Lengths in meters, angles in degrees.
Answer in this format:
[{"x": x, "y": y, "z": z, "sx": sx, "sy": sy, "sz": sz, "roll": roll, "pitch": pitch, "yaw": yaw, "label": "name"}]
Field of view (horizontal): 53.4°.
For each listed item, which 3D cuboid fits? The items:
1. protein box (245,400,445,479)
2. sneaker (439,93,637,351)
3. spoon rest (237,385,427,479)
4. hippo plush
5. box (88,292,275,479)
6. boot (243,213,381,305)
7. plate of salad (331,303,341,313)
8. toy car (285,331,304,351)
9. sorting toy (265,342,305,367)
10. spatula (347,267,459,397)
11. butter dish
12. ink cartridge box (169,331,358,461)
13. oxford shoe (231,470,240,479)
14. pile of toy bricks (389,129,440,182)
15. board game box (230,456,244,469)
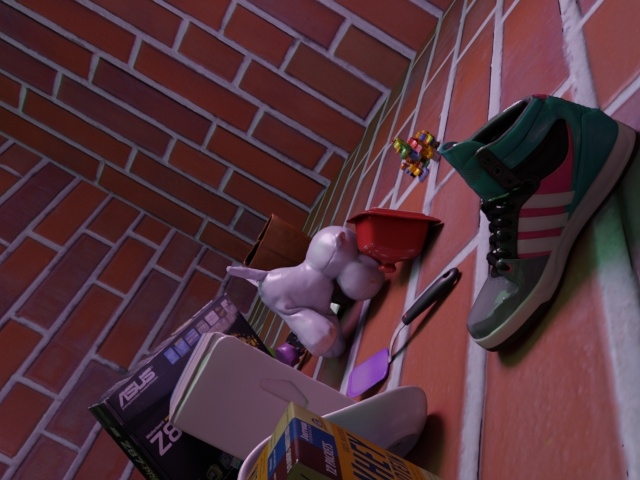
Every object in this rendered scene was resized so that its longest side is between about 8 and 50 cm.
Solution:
[{"x": 0.014, "y": 0.300, "z": 0.593, "sx": 0.200, "sy": 0.201, "sz": 0.136, "roll": -60, "pitch": 7, "yaw": 4, "label": "protein box"}, {"x": 0.200, "y": -0.038, "z": 0.707, "sx": 0.295, "sy": 0.178, "sz": 0.124, "roll": -61, "pitch": 7, "yaw": 2, "label": "sneaker"}, {"x": 0.017, "y": 0.247, "z": 0.758, "sx": 0.276, "sy": 0.084, "sz": 0.137, "roll": -17, "pitch": -43, "yaw": -31, "label": "spoon rest"}, {"x": 0.001, "y": 0.081, "z": 1.368, "sx": 0.236, "sy": 0.294, "sz": 0.234, "roll": -46, "pitch": -3, "yaw": 0, "label": "hippo plush"}, {"x": -0.261, "y": 0.357, "z": 1.426, "sx": 0.097, "sy": 0.318, "sz": 0.395, "roll": -29, "pitch": 10, "yaw": 45, "label": "box"}, {"x": 0.000, "y": 0.000, "z": 1.466, "sx": 0.264, "sy": 0.280, "sz": 0.096, "roll": -52, "pitch": 27, "yaw": 23, "label": "boot"}, {"x": 0.018, "y": 0.179, "z": 1.654, "sx": 0.200, "sy": 0.048, "sz": 0.200, "roll": -55, "pitch": 20, "yaw": 31, "label": "plate of salad"}, {"x": -0.068, "y": 0.301, "z": 1.652, "sx": 0.040, "sy": 0.060, "sz": 0.122, "roll": 39, "pitch": -117, "yaw": -67, "label": "toy car"}, {"x": -0.112, "y": 0.342, "z": 1.845, "sx": 0.126, "sy": 0.127, "sz": 0.365, "roll": -30, "pitch": -7, "yaw": -31, "label": "sorting toy"}, {"x": 0.132, "y": 0.152, "z": 1.038, "sx": 0.296, "sy": 0.030, "sz": 0.084, "roll": -57, "pitch": 9, "yaw": 27, "label": "spatula"}, {"x": 0.135, "y": 0.005, "z": 1.239, "sx": 0.160, "sy": 0.160, "sz": 0.118, "roll": 151, "pitch": 125, "yaw": -78, "label": "butter dish"}, {"x": -0.118, "y": 0.300, "z": 1.173, "sx": 0.166, "sy": 0.285, "sz": 0.395, "roll": -64, "pitch": 7, "yaw": -14, "label": "ink cartridge box"}, {"x": -0.183, "y": 0.582, "z": 1.359, "sx": 0.227, "sy": 0.082, "sz": 0.096, "roll": -69, "pitch": 3, "yaw": -63, "label": "oxford shoe"}, {"x": 0.221, "y": -0.223, "z": 1.572, "sx": 0.118, "sy": 0.105, "sz": 0.212, "roll": -58, "pitch": 8, "yaw": 23, "label": "pile of toy bricks"}, {"x": -0.121, "y": 0.439, "z": 1.396, "sx": 0.026, "sy": 0.103, "sz": 0.154, "roll": 8, "pitch": 64, "yaw": 46, "label": "board game box"}]
